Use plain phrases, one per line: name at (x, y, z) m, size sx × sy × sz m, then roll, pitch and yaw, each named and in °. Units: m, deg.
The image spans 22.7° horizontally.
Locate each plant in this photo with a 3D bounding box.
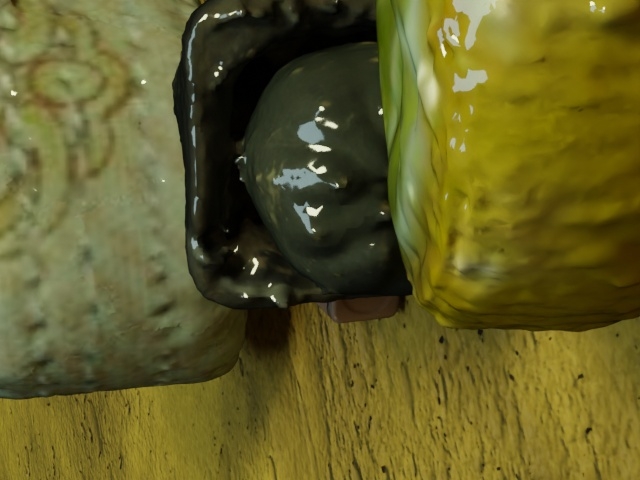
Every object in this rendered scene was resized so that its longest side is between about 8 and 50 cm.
plant at (-0.005, -0.052, 0.810) m, size 0.256 × 0.142 × 0.164 m, roll -143°, pitch 51°, yaw -66°

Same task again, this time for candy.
candy at (0.076, -0.093, 0.576) m, size 0.260 × 0.118 × 0.260 m, roll 177°, pitch 90°, yaw -90°

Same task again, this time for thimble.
thimble at (-0.161, -0.041, 1.085) m, size 0.291 × 0.195 × 0.291 m, roll 176°, pitch 90°, yaw -77°

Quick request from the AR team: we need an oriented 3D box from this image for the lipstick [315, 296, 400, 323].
lipstick at (0.000, 0.000, 0.942) m, size 0.145 × 0.045 × 0.045 m, roll -135°, pitch 42°, yaw -59°
